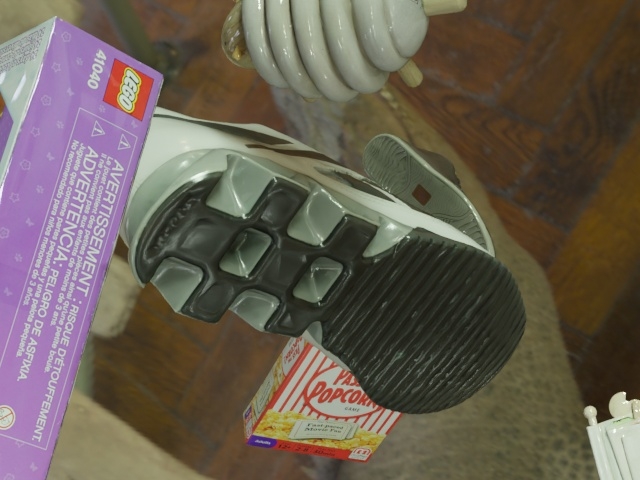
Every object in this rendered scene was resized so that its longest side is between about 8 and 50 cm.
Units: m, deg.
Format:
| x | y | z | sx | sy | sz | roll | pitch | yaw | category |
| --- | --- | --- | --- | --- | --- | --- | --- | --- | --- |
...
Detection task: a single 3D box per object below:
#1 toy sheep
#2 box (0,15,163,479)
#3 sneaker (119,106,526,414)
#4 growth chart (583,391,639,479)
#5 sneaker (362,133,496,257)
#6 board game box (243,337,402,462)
| x | y | z | sx | sy | sz | roll | pitch | yaw | category |
| --- | --- | --- | --- | --- | --- | --- | --- | --- | --- |
| 0.010 | -0.110 | 0.678 | 0.132 | 0.091 | 0.091 | -10 | 66 | 21 | toy sheep |
| -0.193 | 0.032 | 0.610 | 0.293 | 0.057 | 0.201 | -10 | 60 | 51 | box |
| 0.000 | 0.000 | 0.832 | 0.122 | 0.330 | 0.146 | -50 | 43 | 10 | sneaker |
| 0.444 | 0.259 | 1.632 | 0.237 | 0.021 | 0.172 | -6 | 74 | 7 | growth chart |
| 0.156 | -0.045 | 1.651 | 0.083 | 0.118 | 0.222 | -48 | 65 | 24 | sneaker |
| 0.020 | 0.157 | 1.437 | 0.045 | 0.147 | 0.193 | -98 | 27 | -42 | board game box |
